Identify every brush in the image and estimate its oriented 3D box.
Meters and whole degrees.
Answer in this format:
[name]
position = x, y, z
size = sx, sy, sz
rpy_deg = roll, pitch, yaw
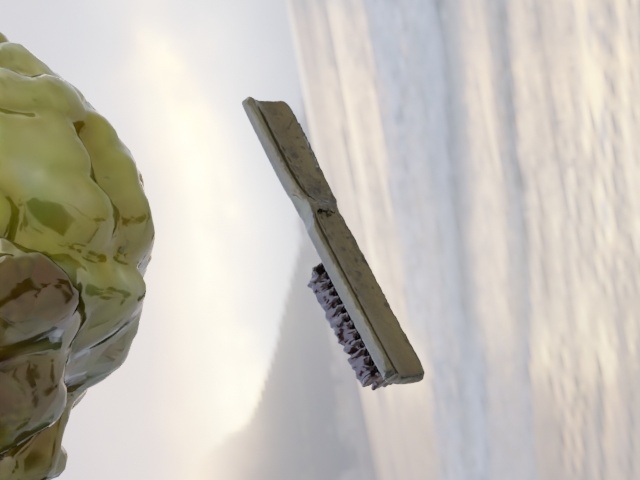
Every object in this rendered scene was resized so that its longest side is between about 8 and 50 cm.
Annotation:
[brush]
position = 0.000, 0.000, 1.120
size = 0.043, 0.036, 0.248
rpy_deg = 11, -136, -49

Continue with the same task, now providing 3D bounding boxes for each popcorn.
[popcorn]
position = -0.216, 0.021, 0.742
size = 0.237, 0.293, 0.293
rpy_deg = 49, 173, 13
